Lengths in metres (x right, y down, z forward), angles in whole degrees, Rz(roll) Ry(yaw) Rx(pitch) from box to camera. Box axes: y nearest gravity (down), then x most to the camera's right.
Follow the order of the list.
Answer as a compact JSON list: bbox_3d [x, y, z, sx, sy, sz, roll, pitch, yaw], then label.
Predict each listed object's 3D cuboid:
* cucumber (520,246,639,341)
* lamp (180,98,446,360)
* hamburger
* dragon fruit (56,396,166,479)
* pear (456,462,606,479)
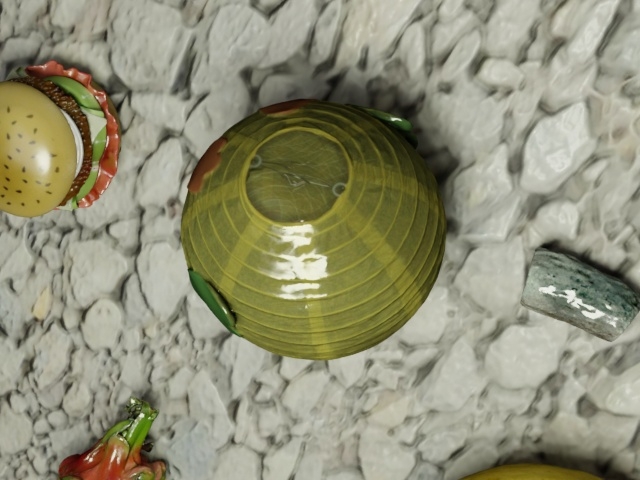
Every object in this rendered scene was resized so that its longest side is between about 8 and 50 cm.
[{"bbox_3d":[0.246,0.052,1.055,0.112,0.064,0.064,23,114,12],"label":"cucumber"},{"bbox_3d":[0.000,0.000,1.063,0.250,0.284,0.250,-4,64,9],"label":"lamp"},{"bbox_3d":[-0.305,-0.104,1.195,0.175,0.137,0.175,6,107,18],"label":"hamburger"},{"bbox_3d":[-0.245,0.282,1.293,0.135,0.137,0.236,26,124,5],"label":"dragon fruit"},{"bbox_3d":[0.190,0.364,1.055,0.314,0.314,0.314,7,109,21],"label":"pear"}]
